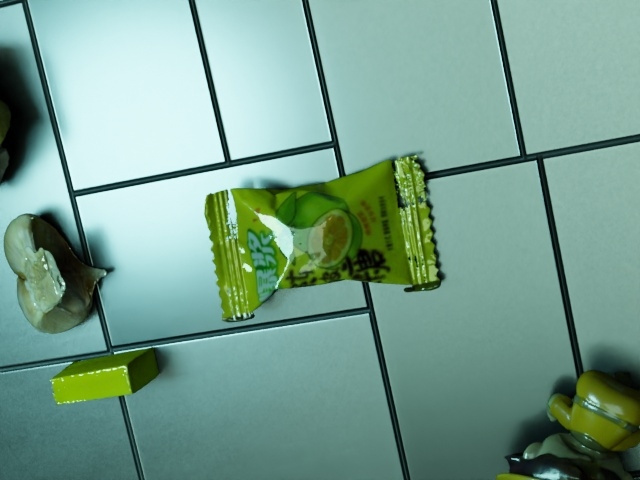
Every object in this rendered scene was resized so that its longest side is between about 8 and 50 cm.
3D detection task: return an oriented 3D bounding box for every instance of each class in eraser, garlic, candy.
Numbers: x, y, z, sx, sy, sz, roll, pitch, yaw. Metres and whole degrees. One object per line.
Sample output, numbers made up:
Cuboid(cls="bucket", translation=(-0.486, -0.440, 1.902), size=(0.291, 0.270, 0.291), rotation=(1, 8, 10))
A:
Cuboid(cls="eraser", translation=(-0.300, 0.188, 1.869), size=(0.122, 0.097, 0.045), rotation=(-10, 99, 18))
Cuboid(cls="garlic", translation=(-0.380, 0.044, 1.867), size=(0.124, 0.099, 0.174), rotation=(-19, 92, 37))
Cuboid(cls="candy", translation=(0.000, 0.000, 1.761), size=(0.297, 0.081, 0.187), rotation=(-9, 100, 5))

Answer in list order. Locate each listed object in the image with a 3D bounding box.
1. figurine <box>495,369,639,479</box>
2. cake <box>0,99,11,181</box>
Cuboid(cls="figurine", translation=(0.327, 0.289, 1.690), size=(0.192, 0.167, 0.257), rotation=(21, 104, 24))
Cuboid(cls="cake", translation=(-0.493, -0.129, 1.819), size=(0.208, 0.185, 0.178), rotation=(-37, 127, 17))
